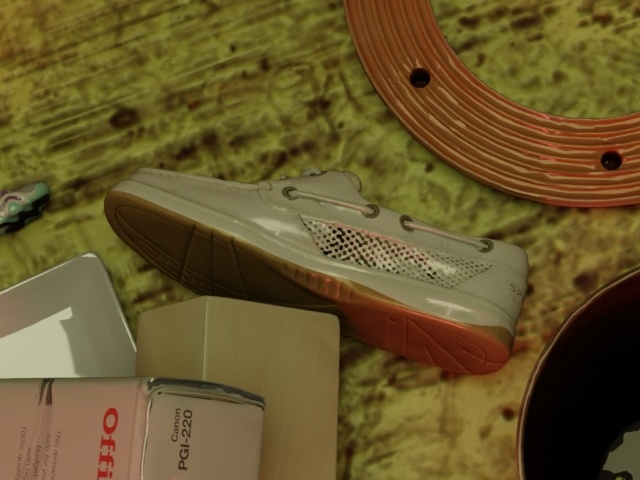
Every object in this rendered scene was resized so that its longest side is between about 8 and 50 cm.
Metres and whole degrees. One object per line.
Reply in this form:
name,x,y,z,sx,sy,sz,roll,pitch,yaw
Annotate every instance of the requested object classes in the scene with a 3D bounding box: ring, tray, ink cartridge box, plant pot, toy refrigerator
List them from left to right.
tray,-0.241,0.125,1.140,0.270,0.030,0.145,-24,77,-1
ink cartridge box,-0.139,0.160,1.003,0.218,0.092,0.158,-5,76,47
toy refrigerator,-0.057,0.178,1.064,0.102,0.094,0.269,10,75,-34
ring,0.181,-0.183,1.174,0.336,0.032,0.336,-1,76,5
plant pot,0.217,0.136,0.993,0.215,0.230,0.215,-1,76,5

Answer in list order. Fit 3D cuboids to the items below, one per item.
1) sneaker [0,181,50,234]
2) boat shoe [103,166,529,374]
sneaker,-0.237,-0.030,1.171,0.098,0.038,0.069,-32,77,-3
boat shoe,0.000,0.000,1.120,0.277,0.098,0.096,19,64,4
